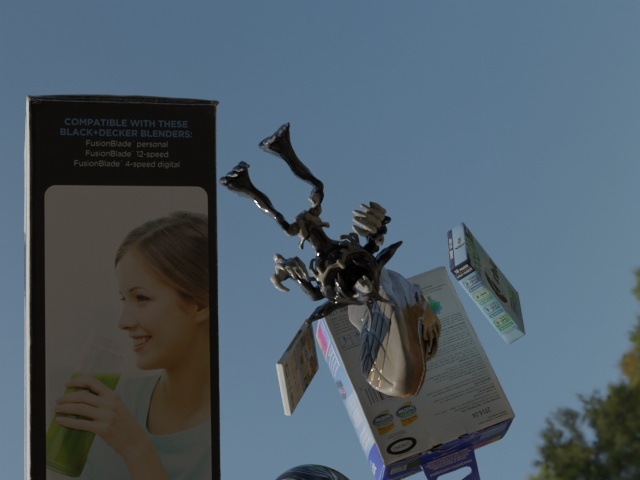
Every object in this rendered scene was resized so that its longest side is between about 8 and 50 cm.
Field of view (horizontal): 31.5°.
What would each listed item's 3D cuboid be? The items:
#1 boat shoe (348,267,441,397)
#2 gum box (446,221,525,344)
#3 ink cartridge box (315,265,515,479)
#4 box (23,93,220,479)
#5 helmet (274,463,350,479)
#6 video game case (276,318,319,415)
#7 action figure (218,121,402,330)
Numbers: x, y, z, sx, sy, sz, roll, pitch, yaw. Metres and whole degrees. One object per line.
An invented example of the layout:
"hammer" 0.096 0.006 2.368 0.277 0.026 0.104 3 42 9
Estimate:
"boat shoe" 0.123 0.127 1.657 0.116 0.324 0.123 16 -67 -12
"gum box" 0.297 0.075 2.044 0.184 0.041 0.157 50 -160 -17
"ink cartridge box" 0.183 0.282 2.141 0.270 0.395 0.151 -19 -26 -10
"box" -0.104 0.084 0.567 0.087 0.169 0.290 0 -93 -15
"helmet" -0.009 0.413 1.677 0.161 0.169 0.169 -48 -30 23
"video game case" -0.031 0.180 1.620 0.122 0.011 0.087 -54 -39 -56
"action figure" 0.000 0.000 1.396 0.164 0.141 0.276 -41 -82 -1
